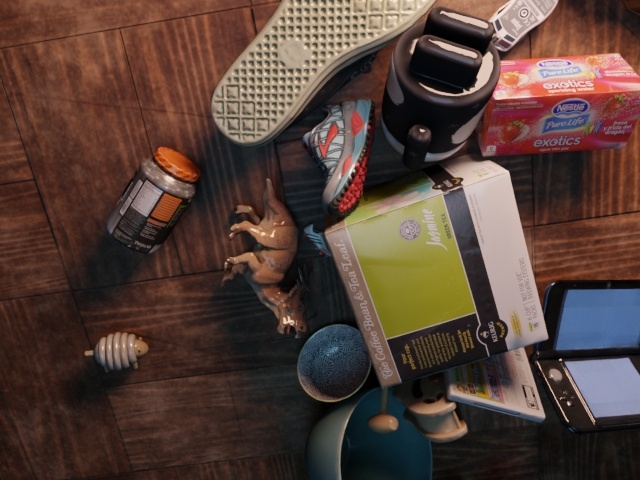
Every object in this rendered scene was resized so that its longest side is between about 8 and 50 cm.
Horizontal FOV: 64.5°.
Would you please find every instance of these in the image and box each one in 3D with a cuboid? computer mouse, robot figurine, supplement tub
[{"bbox_3d":[0.338,-0.383,0.916,0.193,0.042,0.106,-40,99,18],"label":"computer mouse"},{"bbox_3d":[0.195,-0.246,0.843,0.209,0.278,0.173,-27,72,-10],"label":"robot figurine"},{"bbox_3d":[-0.321,-0.078,0.984,0.117,0.117,0.190,35,105,-10],"label":"supplement tub"}]

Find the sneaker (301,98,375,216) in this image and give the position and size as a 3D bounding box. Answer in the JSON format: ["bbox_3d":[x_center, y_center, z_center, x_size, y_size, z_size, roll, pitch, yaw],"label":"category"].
[{"bbox_3d":[0.024,-0.149,0.914,0.125,0.262,0.104,7,144,12],"label":"sneaker"}]

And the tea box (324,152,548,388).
[{"bbox_3d":[0.205,0.051,0.967,0.324,0.220,0.329,-18,107,6],"label":"tea box"}]

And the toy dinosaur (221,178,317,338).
[{"bbox_3d":[-0.088,0.029,1.022,0.200,0.127,0.295,10,96,-10],"label":"toy dinosaur"}]

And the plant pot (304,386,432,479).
[{"bbox_3d":[0.078,0.472,1.106,0.195,0.290,0.290,-20,111,45],"label":"plant pot"}]

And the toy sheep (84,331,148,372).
[{"bbox_3d":[-0.446,0.244,1.111,0.132,0.091,0.091,-7,109,-17],"label":"toy sheep"}]

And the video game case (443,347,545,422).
[{"bbox_3d":[0.342,0.257,1.042,0.193,0.212,0.023,16,126,-5],"label":"video game case"}]

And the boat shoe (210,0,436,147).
[{"bbox_3d":[0.016,-0.356,0.865,0.500,0.156,0.187,-41,98,16],"label":"boat shoe"}]

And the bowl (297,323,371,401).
[{"bbox_3d":[0.043,0.274,1.098,0.170,0.170,0.080,-28,141,10],"label":"bowl"}]

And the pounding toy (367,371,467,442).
[{"bbox_3d":[0.224,0.296,1.034,0.154,0.269,0.155,-6,116,49],"label":"pounding toy"}]

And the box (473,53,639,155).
[{"bbox_3d":[0.408,-0.240,0.897,0.257,0.128,0.122,-3,137,2],"label":"box"}]

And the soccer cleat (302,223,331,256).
[{"bbox_3d":[0.000,0.000,1.054,0.083,0.029,0.035,44,108,-8],"label":"soccer cleat"}]

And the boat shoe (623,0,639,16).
[{"bbox_3d":[0.523,-0.471,0.853,0.302,0.113,0.103,20,107,-17],"label":"boat shoe"}]

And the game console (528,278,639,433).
[{"bbox_3d":[0.600,0.227,1.024,0.293,0.250,0.173,0,136,-14],"label":"game console"}]
